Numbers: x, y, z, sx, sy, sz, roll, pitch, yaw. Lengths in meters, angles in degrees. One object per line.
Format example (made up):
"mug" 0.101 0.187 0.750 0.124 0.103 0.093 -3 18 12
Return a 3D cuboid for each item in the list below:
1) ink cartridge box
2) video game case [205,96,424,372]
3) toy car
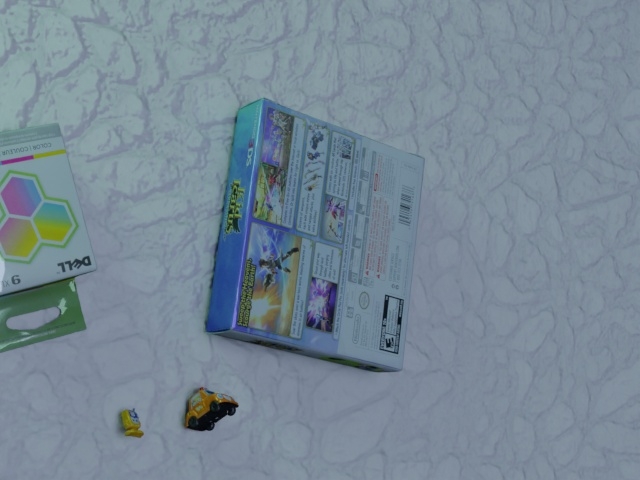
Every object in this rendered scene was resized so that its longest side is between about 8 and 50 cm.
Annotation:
"ink cartridge box" -0.290 -0.003 1.138 0.109 0.062 0.209 -15 92 -37
"video game case" 0.000 0.000 1.350 0.244 0.061 0.269 17 72 -34
"toy car" -0.148 0.174 1.220 0.122 0.060 0.040 6 47 -42
